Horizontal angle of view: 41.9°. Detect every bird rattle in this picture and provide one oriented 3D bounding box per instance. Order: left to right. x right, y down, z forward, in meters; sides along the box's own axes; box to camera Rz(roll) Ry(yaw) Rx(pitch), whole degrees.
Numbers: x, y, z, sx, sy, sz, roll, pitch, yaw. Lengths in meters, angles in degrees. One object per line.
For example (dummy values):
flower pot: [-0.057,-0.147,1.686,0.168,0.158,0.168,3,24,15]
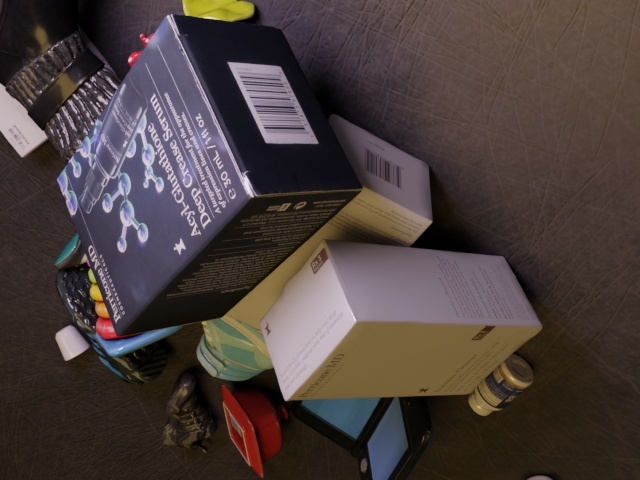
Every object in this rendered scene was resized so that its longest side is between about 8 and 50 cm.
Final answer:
bird rattle: [-0.190,-0.278,1.348,0.207,0.143,0.253,35,132,-21]

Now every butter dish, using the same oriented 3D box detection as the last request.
butter dish: [-0.123,0.375,1.730,0.160,0.118,0.160,41,146,51]

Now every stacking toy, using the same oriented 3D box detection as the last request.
stacking toy: [-0.387,0.054,1.599,0.175,0.165,0.302,17,128,64]

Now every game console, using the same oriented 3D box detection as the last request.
game console: [0.067,0.348,1.596,0.173,0.250,0.293,11,128,-15]

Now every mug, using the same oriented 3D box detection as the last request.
mug: [-0.560,0.227,1.858,0.078,0.062,0.064,-25,100,27]

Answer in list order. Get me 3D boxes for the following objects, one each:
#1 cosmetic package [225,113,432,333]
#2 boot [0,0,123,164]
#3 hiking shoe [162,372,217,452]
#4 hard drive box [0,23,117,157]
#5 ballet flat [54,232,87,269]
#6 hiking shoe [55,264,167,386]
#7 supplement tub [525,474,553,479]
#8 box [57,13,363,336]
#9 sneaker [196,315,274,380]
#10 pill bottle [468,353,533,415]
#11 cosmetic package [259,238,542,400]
cosmetic package: [0.000,0.000,1.379,0.197,0.155,0.365,27,129,-20]
boot: [-0.380,-0.305,1.294,0.260,0.131,0.348,45,130,5]
hiking shoe: [-0.274,0.373,1.821,0.114,0.086,0.227,15,131,-2]
hard drive box: [-0.501,-0.284,1.497,0.232,0.089,0.181,-26,107,34]
ballet flat: [-0.461,0.002,1.671,0.074,0.074,0.203,40,121,-3]
hiking shoe: [-0.462,0.188,1.759,0.304,0.113,0.132,53,136,-5]
supplement tub: [0.427,0.509,1.593,0.071,0.071,0.107,-12,115,29]
box: [-0.181,-0.085,1.239,0.395,0.212,0.293,-43,66,40]
sneaker: [-0.206,0.156,1.606,0.319,0.127,0.208,44,126,-13]
pill bottle: [0.318,0.260,1.489,0.067,0.067,0.120,36,127,0]
cosmetic package: [0.126,0.130,1.306,0.217,0.385,0.156,-55,46,38]
